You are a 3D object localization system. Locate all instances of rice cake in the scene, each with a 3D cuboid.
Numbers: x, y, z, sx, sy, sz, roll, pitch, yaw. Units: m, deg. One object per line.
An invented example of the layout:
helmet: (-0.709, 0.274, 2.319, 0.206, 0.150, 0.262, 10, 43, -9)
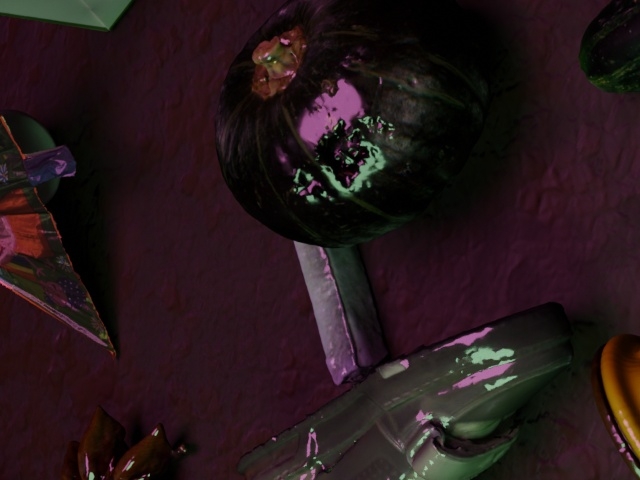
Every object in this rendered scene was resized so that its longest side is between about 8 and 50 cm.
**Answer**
rice cake: (0.000, 0.000, 1.154, 0.034, 0.043, 0.211, -29, 69, 35)

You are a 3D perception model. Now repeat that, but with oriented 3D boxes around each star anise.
star anise: (-0.159, 0.213, 1.292, 0.168, 0.057, 0.168, -3, 85, 43)

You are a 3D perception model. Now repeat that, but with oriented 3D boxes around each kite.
kite: (-0.277, -0.034, 1.330, 0.234, 0.016, 0.321, -11, 111, 36)

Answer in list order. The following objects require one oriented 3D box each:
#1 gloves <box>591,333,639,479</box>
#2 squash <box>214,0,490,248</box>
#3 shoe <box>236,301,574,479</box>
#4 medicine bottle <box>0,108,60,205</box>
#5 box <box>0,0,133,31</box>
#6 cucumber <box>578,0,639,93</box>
gloves: (0.289, 0.027, 0.843, 0.294, 0.116, 0.133, -38, 70, 29)
squash: (0.020, -0.087, 1.065, 0.193, 0.156, 0.193, -29, 57, 59)
shoe: (0.069, 0.156, 1.045, 0.293, 0.109, 0.149, -35, 69, 41)
medicine bottle: (-0.340, -0.043, 1.450, 0.260, 0.095, 0.095, -14, 79, 44)
box: (-0.206, -0.287, 1.271, 0.195, 0.177, 0.148, -45, 60, 34)
cucumber: (0.236, -0.150, 0.911, 0.241, 0.074, 0.074, -32, 67, 40)
